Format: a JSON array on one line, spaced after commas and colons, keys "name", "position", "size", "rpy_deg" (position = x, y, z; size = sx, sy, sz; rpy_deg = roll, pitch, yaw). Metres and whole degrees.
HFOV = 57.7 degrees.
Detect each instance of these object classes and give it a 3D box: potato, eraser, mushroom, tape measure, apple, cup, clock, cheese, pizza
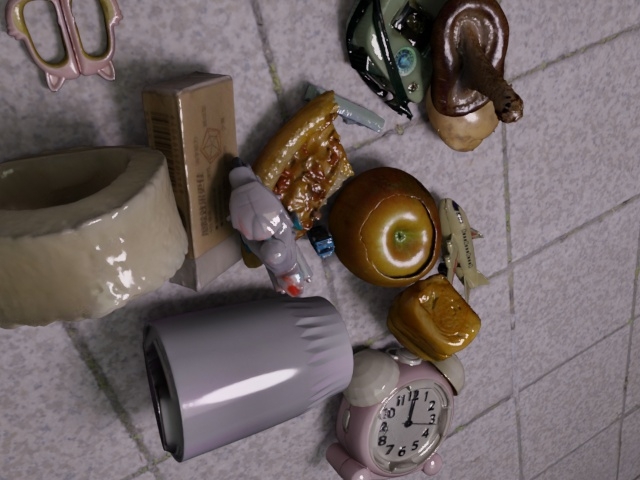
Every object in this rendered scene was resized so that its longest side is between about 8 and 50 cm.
[{"name": "potato", "position": [0.292, -0.289, 1.155], "size": [0.161, 0.128, 0.234], "rpy_deg": [-10, 113, -28]}, {"name": "eraser", "position": [-0.203, -0.096, 0.967], "size": [0.144, 0.078, 0.343], "rpy_deg": [-41, 138, -53]}, {"name": "mushroom", "position": [0.276, -0.280, 0.963], "size": [0.148, 0.217, 0.227], "rpy_deg": [-20, 130, -3]}, {"name": "tape measure", "position": [0.139, -0.364, 1.040], "size": [0.207, 0.115, 0.235], "rpy_deg": [19, 104, -37]}, {"name": "apple", "position": [0.135, -0.021, 1.151], "size": [0.237, 0.207, 0.236], "rpy_deg": [-12, 119, -23]}, {"name": "cup", "position": [-0.145, 0.241, 1.105], "size": [0.372, 0.253, 0.253], "rpy_deg": [-11, 119, -29]}, {"name": "clock", "position": [0.187, 0.417, 1.429], "size": [0.342, 0.184, 0.325], "rpy_deg": [0, 110, -35]}, {"name": "cheese", "position": [-0.365, -0.019, 0.803], "size": [0.333, 0.292, 0.153], "rpy_deg": [-6, 119, 6]}, {"name": "pizza", "position": [-0.046, -0.100, 1.072], "size": [0.182, 0.074, 0.365], "rpy_deg": [25, 107, -28]}]

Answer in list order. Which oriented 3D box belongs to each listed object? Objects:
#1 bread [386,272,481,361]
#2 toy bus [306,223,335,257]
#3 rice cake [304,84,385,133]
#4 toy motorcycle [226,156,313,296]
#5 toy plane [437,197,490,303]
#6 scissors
[{"name": "bread", "position": [0.231, 0.171, 1.253], "size": [0.132, 0.167, 0.294], "rpy_deg": [-49, 172, -12]}, {"name": "toy bus", "position": [0.000, 0.000, 1.146], "size": [0.038, 0.083, 0.046], "rpy_deg": [-18, 113, -8]}, {"name": "rice cake", "position": [0.047, -0.244, 1.098], "size": [0.180, 0.030, 0.042], "rpy_deg": [16, 101, -34]}, {"name": "toy motorcycle", "position": [-0.087, -0.010, 0.971], "size": [0.110, 0.171, 0.260], "rpy_deg": [-22, 120, 1]}, {"name": "toy plane", "position": [0.312, 0.016, 1.319], "size": [0.256, 0.104, 0.242], "rpy_deg": [58, 44, -20]}, {"name": "scissors", "position": [-0.370, -0.371, 0.801], "size": [0.160, 0.024, 0.317], "rpy_deg": [-18, 121, -21]}]
